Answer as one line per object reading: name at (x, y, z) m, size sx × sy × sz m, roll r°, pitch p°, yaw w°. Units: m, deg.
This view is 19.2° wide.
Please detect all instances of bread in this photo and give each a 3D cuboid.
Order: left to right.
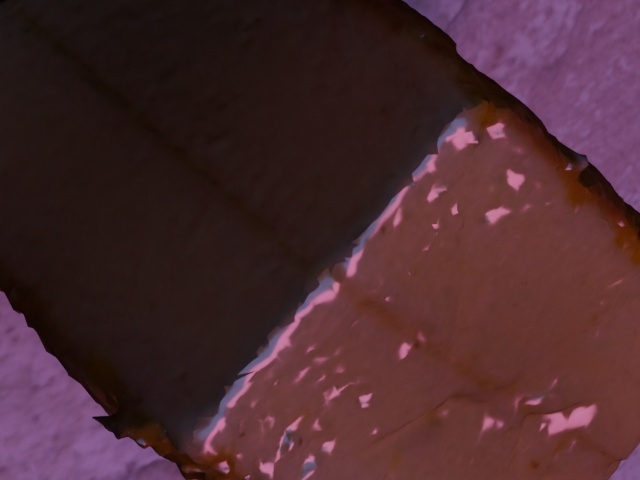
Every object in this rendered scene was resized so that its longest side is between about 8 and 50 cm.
bread at (0.000, 0.000, 0.854) m, size 0.207 × 0.279 × 0.279 m, roll -52°, pitch 136°, yaw 0°
